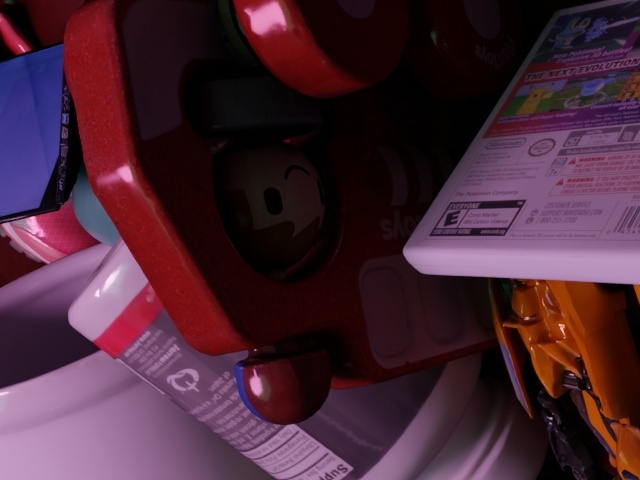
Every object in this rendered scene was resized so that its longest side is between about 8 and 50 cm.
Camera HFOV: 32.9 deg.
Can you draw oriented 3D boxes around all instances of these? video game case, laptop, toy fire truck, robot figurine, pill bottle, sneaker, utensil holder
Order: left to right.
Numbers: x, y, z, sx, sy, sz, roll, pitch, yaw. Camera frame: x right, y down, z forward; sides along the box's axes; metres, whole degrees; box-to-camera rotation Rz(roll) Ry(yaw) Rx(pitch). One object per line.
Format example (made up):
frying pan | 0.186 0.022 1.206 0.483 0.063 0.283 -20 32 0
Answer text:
laptop | -0.244 -0.149 0.898 0.137 0.234 0.264 12 141 -6
sneaker | -0.311 -0.103 1.162 0.313 0.116 0.136 59 146 2
utensil holder | -0.161 0.223 1.033 0.328 0.328 0.385 4 121 53
pill bottle | 0.000 0.080 0.764 0.318 0.176 0.176 38 149 -10
toy fire truck | 0.004 -0.037 0.606 0.169 0.302 0.253 -14 86 39
video game case | 0.153 -0.056 0.508 0.023 0.183 0.201 47 154 -27
robot figurine | 0.183 0.092 0.599 0.211 0.085 0.291 3 117 54

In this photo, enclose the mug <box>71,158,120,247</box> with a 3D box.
mug | -0.165 -0.074 0.966 0.158 0.129 0.097 34 139 19
